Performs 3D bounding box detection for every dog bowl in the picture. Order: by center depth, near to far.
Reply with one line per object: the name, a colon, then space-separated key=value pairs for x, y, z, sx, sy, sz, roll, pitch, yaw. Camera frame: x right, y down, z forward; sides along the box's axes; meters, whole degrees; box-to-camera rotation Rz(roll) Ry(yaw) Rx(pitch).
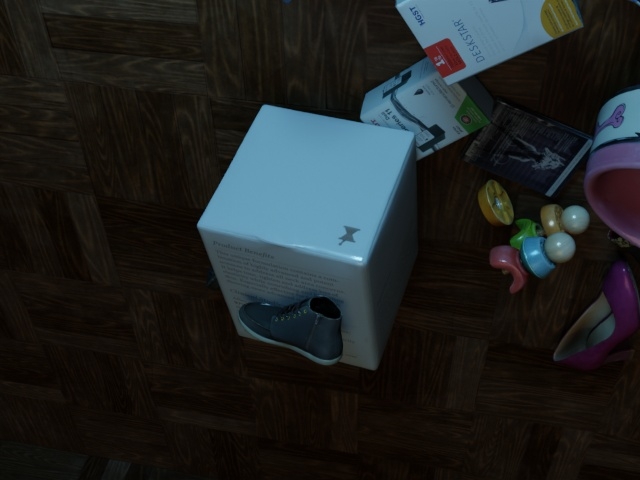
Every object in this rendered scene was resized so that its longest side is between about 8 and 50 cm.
dog bowl: x=0.646 y=-0.088 z=1.415 sx=0.408 sy=0.150 sz=0.408 roll=30 pitch=166 yaw=8

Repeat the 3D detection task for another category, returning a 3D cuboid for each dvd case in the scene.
dvd case: x=0.413 y=-0.183 z=1.624 sx=0.221 sy=0.018 sz=0.165 roll=22 pitch=136 yaw=-5

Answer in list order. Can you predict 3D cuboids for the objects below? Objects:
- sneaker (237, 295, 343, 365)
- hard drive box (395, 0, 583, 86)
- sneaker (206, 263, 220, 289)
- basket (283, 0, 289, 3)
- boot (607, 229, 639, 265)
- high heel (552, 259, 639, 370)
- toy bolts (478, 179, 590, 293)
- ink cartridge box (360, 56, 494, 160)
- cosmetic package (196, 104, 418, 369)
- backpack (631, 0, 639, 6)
sneaker: x=-0.053 y=0.137 z=1.515 sx=0.222 sy=0.083 sz=0.118 roll=20 pitch=128 yaw=20
hard drive box: x=0.261 y=-0.371 z=1.260 sx=0.232 sy=0.089 sz=0.181 roll=-21 pitch=133 yaw=29
sneaker: x=-0.178 y=0.057 z=1.982 sx=0.130 sy=0.109 sz=0.286 roll=31 pitch=137 yaw=-24
basket: x=0.014 y=-0.519 z=1.243 sx=0.201 sy=0.255 sz=0.289 roll=21 pitch=117 yaw=-8
boot: x=0.730 y=-0.011 z=1.659 sx=0.178 sy=0.085 sz=0.236 roll=36 pitch=133 yaw=-17
high heel: x=0.621 y=0.183 z=1.846 sx=0.181 sy=0.127 sz=0.377 roll=-9 pitch=135 yaw=10
toy bolts: x=0.432 y=-0.028 z=1.634 sx=0.158 sy=0.228 sz=0.218 roll=-26 pitch=115 yaw=36
ink cartridge box: x=0.202 y=-0.254 z=1.563 sx=0.208 sy=0.087 sz=0.153 roll=-27 pitch=122 yaw=37
cosmetic package: x=0.000 y=0.000 z=1.640 sx=0.329 sy=0.327 sz=0.394 roll=13 pitch=146 yaw=16
backpack: x=0.545 y=-0.487 z=1.133 sx=0.290 sy=0.273 sz=0.355 roll=32 pitch=114 yaw=-13
